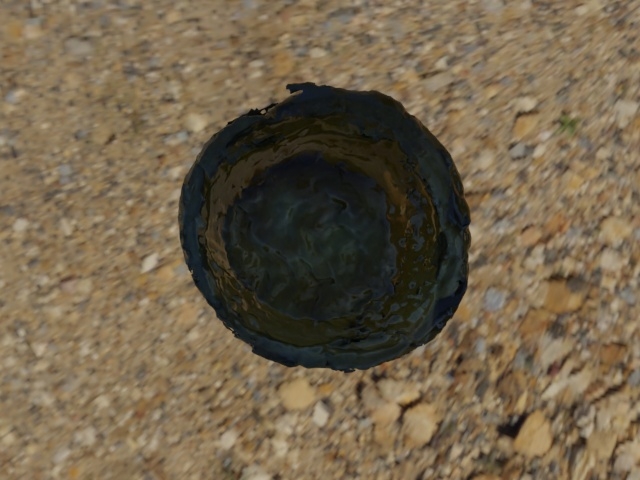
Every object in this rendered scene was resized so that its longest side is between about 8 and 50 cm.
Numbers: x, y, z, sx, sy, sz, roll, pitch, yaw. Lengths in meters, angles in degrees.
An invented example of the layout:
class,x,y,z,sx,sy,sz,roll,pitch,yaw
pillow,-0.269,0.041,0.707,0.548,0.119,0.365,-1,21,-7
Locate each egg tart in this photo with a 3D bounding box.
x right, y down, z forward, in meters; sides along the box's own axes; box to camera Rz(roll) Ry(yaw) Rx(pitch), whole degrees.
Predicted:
class,x,y,z,sx,sy,sz,roll,pitch,yaw
egg tart,0.000,0.000,0.594,0.128,0.049,0.129,3,104,12
